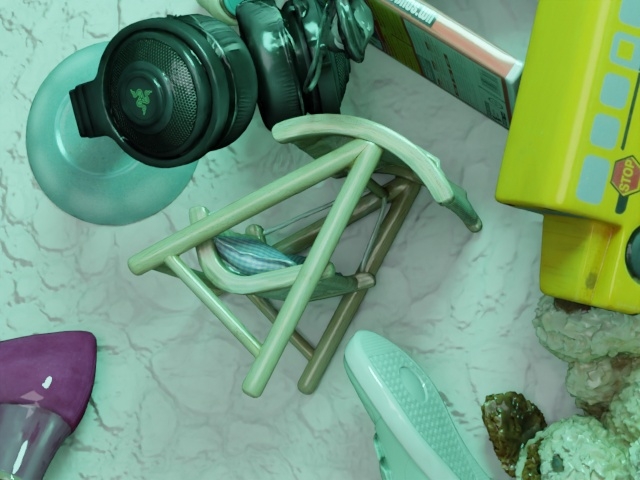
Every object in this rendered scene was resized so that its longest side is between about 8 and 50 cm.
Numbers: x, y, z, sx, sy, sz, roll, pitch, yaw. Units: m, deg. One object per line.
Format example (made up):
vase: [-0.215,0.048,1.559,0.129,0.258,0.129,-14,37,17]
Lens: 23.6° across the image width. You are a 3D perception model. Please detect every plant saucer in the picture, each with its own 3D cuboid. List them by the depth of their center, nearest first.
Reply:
plant saucer: [-0.216,-0.113,1.567,0.195,0.037,0.195,-1,84,11]

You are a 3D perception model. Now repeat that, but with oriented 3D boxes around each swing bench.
swing bench: [0.000,0.000,1.399,0.254,0.253,0.165,-45,77,4]

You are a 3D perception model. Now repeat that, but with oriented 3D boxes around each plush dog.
plush dog: [0.268,0.192,1.385,0.225,0.211,0.262,-44,49,18]

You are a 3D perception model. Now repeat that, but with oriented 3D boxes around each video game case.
video game case: [0.070,-0.202,1.431,0.285,0.204,0.025,33,87,13]

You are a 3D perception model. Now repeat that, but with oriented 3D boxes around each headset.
headset: [-0.078,-0.175,1.362,0.243,0.394,0.185,-18,99,-31]

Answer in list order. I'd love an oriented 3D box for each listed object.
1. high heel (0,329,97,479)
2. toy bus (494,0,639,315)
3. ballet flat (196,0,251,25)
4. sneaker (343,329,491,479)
high heel: [-0.411,0.148,1.567,0.377,0.127,0.181,12,58,17]
toy bus: [0.238,-0.112,1.280,0.130,0.108,0.332,13,90,-26]
ballet flat: [-0.060,-0.335,1.537,0.086,0.086,0.248,24,90,13]
sneaker: [0.059,0.215,1.414,0.151,0.094,0.256,-30,97,27]
